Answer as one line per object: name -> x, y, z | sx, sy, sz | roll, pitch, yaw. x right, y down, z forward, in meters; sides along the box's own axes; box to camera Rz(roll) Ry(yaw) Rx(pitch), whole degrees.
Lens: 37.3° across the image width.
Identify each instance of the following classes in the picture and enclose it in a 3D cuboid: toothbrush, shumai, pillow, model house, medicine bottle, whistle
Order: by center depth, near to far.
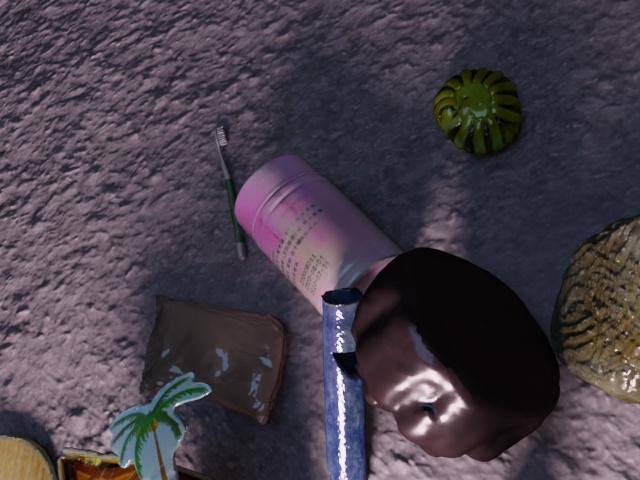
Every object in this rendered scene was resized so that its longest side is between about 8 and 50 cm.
shumai -> 0.430, 0.091, 1.185 | 0.260, 0.222, 0.225 | -62, 31, 34
whistle -> 0.034, 0.216, 1.316 | 0.062, 0.062, 0.304 | 9, 111, 28
model house -> -0.184, 0.366, 1.334 | 0.324, 0.300, 0.340 | 36, 90, 40
medicine bottle -> 0.000, 0.000, 1.423 | 0.152, 0.152, 0.254 | -47, 59, 6
pillow -> -0.175, 0.183, 1.499 | 0.270, 0.067, 0.173 | 6, 71, 28
toothbrush -> -0.152, -0.084, 1.603 | 0.024, 0.018, 0.257 | -18, 66, 14

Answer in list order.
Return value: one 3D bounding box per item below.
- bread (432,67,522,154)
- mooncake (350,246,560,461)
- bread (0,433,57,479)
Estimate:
bread -> 0.234, -0.195, 1.419 | 0.130, 0.071, 0.139 | -20, 66, 15
mooncake -> 0.169, 0.147, 1.227 | 0.141, 0.283, 0.283 | -46, 56, 35
bread -> -0.543, 0.456, 1.606 | 0.267, 0.040, 0.266 | -9, 69, 24
